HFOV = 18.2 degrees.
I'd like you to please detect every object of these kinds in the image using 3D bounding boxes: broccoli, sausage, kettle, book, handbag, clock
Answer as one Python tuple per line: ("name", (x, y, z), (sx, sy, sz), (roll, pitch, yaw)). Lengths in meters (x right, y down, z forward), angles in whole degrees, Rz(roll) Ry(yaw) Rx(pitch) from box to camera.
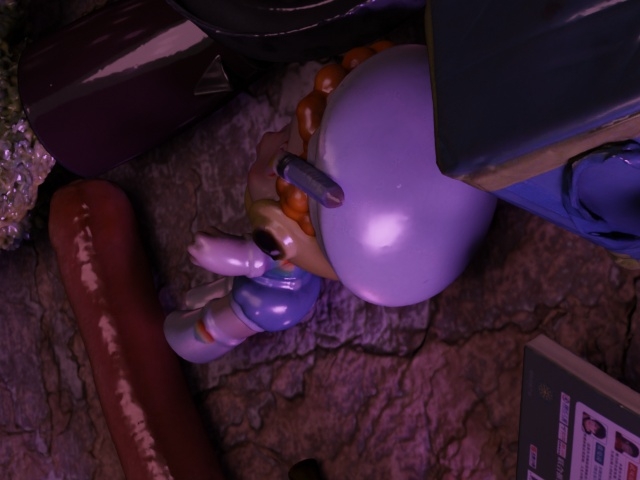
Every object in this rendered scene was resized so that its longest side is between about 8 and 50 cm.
("broccoli", (-0.365, -0.129, 1.952), (0.249, 0.302, 0.375), (10, 95, -3))
("sausage", (-0.167, 0.133, 1.886), (0.419, 0.094, 0.094), (69, 153, 19))
("kettle", (-0.148, -0.183, 1.882), (0.232, 0.144, 0.202), (-23, 43, 26))
("book", (0.257, 0.210, 1.529), (0.264, 0.027, 0.202), (32, 139, 35))
("handbag", (0.236, -0.121, 1.481), (0.263, 0.241, 0.222), (-24, 61, 32))
("clock", (-0.006, -0.302, 1.735), (0.318, 0.066, 0.319), (-11, 61, 21))

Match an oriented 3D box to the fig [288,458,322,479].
("fig", (0.045, 0.273, 1.669), (0.190, 0.190, 0.290), (-38, 51, 30))

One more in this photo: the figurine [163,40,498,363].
("figurine", (0.013, -0.015, 1.737), (0.205, 0.224, 0.382), (45, 145, -3))
